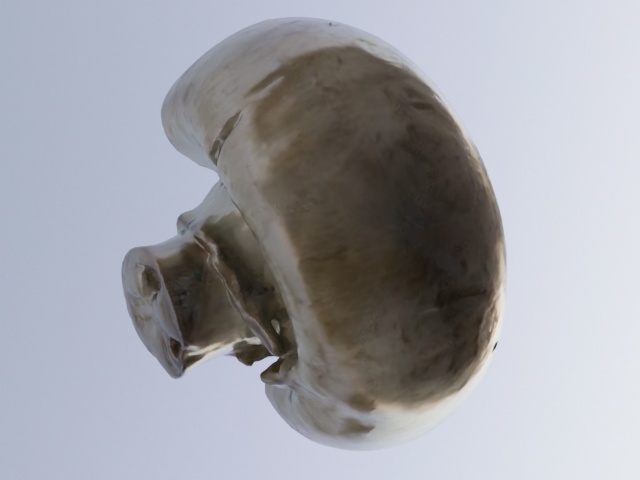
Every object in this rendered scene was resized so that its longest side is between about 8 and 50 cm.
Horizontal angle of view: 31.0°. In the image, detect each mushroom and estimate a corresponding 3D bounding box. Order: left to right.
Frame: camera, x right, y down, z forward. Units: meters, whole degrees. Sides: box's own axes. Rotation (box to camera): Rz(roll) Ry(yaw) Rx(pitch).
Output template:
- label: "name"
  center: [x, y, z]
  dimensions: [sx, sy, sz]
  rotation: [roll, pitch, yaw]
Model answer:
- label: "mushroom"
  center: [0.000, 0.000, 0.630]
  dimensions: [0.195, 0.189, 0.254]
  rotation: [-23, -88, -22]
